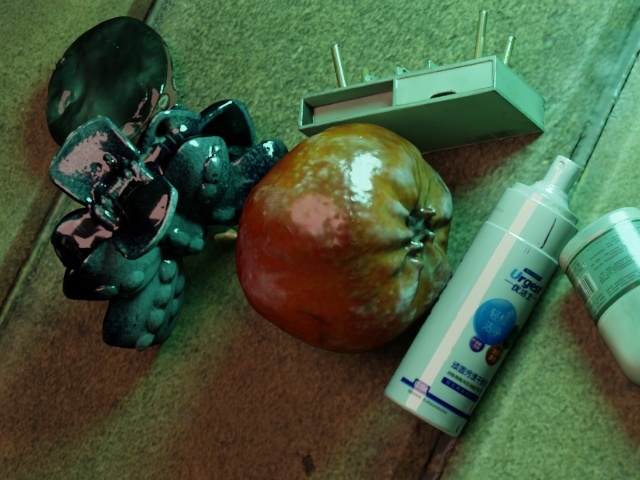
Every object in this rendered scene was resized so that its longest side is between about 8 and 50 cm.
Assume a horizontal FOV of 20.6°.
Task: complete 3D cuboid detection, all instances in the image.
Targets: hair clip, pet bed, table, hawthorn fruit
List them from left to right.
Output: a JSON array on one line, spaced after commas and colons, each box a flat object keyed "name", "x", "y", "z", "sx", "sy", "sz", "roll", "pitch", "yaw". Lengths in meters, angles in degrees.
[{"name": "pet bed", "x": -0.265, "y": -0.190, "z": 2.218, "sx": 0.201, "sy": 0.053, "sz": 0.201, "roll": -12, "pitch": 65, "yaw": 28}, {"name": "hair clip", "x": -0.184, "y": -0.033, "z": 2.000, "sx": 0.310, "sy": 0.206, "sz": 0.194, "roll": -50, "pitch": 56, "yaw": 5}, {"name": "hawthorn fruit", "x": 0.000, "y": 0.000, "z": 1.862, "sx": 0.271, "sy": 0.242, "sz": 0.242, "roll": -7, "pitch": 67, "yaw": 34}, {"name": "table", "x": 0.110, "y": -0.168, "z": 1.917, "sx": 0.240, "sy": 0.121, "sz": 0.111, "roll": -9, "pitch": 67, "yaw": 30}]

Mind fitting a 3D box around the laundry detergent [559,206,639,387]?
[{"name": "laundry detergent", "x": 0.320, "y": 0.078, "z": 1.708, "sx": 0.099, "sy": 0.070, "sz": 0.226, "roll": -33, "pitch": 55, "yaw": 10}]

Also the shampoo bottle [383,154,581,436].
[{"name": "shampoo bottle", "x": 0.179, "y": 0.050, "z": 1.801, "sx": 0.092, "sy": 0.092, "sz": 0.303, "roll": 31, "pitch": 88, "yaw": 38}]
